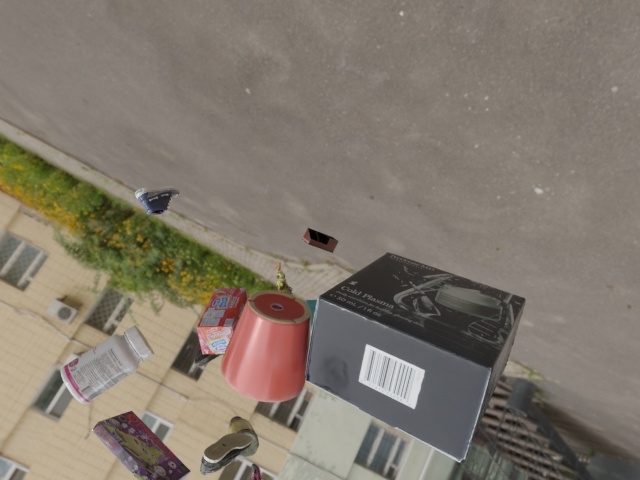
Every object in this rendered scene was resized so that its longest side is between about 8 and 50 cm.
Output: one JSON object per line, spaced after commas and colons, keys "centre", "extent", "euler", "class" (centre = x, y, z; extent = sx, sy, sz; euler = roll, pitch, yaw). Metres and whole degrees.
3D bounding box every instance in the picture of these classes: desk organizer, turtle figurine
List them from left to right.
{"centre": [-0.162, 0.244, 2.035], "extent": [0.087, 0.217, 0.270], "euler": [3, 130, -9], "class": "turtle figurine"}
{"centre": [0.000, 0.000, 1.713], "extent": [0.130, 0.050, 0.047], "euler": [20, -170, -39], "class": "desk organizer"}

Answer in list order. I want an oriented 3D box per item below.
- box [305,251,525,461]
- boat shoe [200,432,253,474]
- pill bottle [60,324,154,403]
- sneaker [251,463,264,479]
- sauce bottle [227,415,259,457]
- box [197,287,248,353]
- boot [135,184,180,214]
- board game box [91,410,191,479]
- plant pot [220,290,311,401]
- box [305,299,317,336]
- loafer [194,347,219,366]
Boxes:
{"centre": [0.289, 0.290, 1.386], "extent": [0.479, 0.298, 0.471], "euler": [19, -158, 27], "class": "box"}
{"centre": [-0.325, 0.732, 1.624], "extent": [0.084, 0.079, 0.233], "euler": [20, -171, 28], "class": "boat shoe"}
{"centre": [-0.768, 0.445, 1.712], "extent": [0.160, 0.283, 0.160], "euler": [47, 159, 25], "class": "pill bottle"}
{"centre": [-0.308, 1.122, 2.229], "extent": [0.119, 0.057, 0.047], "euler": [59, 136, 27], "class": "sneaker"}
{"centre": [-0.338, 0.826, 2.005], "extent": [0.111, 0.111, 0.344], "euler": [31, 165, -9], "class": "sauce bottle"}
{"centre": [-0.343, 0.286, 1.700], "extent": [0.128, 0.123, 0.257], "euler": [-2, -155, 4], "class": "box"}
{"centre": [-0.522, -0.129, 1.551], "extent": [0.086, 0.069, 0.190], "euler": [60, -154, 4], "class": "boot"}
{"centre": [-0.661, 0.784, 1.746], "extent": [0.347, 0.056, 0.208], "euler": [37, 176, 14], "class": "board game box"}
{"centre": [-0.150, 0.301, 1.418], "extent": [0.274, 0.243, 0.275], "euler": [13, -161, -4], "class": "plant pot"}
{"centre": [-0.027, 0.366, 2.082], "extent": [0.060, 0.101, 0.244], "euler": [1, -157, -9], "class": "box"}
{"centre": [-0.443, 0.475, 2.017], "extent": [0.078, 0.220, 0.080], "euler": [52, -177, -36], "class": "loafer"}
